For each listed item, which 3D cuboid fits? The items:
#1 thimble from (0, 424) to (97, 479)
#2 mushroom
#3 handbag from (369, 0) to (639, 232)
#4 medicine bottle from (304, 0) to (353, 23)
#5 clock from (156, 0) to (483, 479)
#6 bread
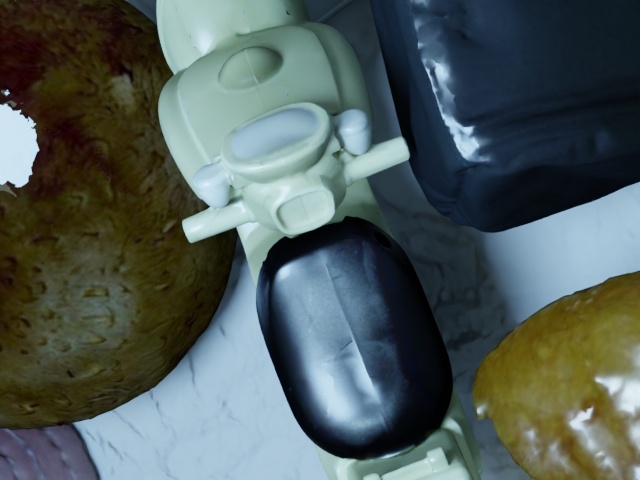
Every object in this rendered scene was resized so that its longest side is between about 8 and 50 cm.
[{"bbox_3d":[-0.264,0.189,1.377,0.189,0.125,0.163,22,112,25],"label":"thimble"},{"bbox_3d":[-0.218,-0.019,1.251,0.345,0.239,0.345,33,145,27],"label":"mushroom"},{"bbox_3d":[0.109,-0.168,0.961,0.177,0.275,0.302,-13,86,-1],"label":"handbag"},{"bbox_3d":[-0.027,-0.214,1.179,0.201,0.052,0.171,-33,85,35],"label":"medicine bottle"},{"bbox_3d":[0.000,0.000,1.072,0.120,0.276,0.379,-23,109,0],"label":"clock"},{"bbox_3d":[0.267,0.116,1.002,0.340,0.194,0.179,41,114,14],"label":"bread"}]
